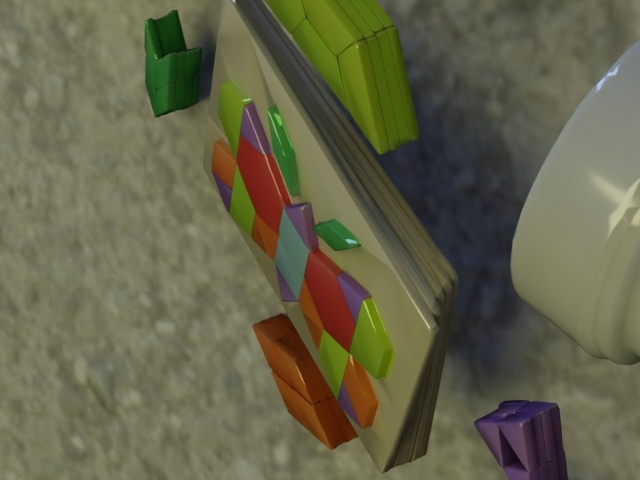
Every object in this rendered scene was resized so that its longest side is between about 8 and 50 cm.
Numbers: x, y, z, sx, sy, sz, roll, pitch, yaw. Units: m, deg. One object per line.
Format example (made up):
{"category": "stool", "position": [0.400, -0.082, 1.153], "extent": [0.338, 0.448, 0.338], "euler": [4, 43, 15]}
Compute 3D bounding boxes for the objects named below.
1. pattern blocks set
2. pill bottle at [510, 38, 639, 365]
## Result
{"category": "pattern blocks set", "position": [0.000, 0.000, 0.807], "extent": [0.325, 0.026, 0.285], "euler": [53, 156, 37]}
{"category": "pill bottle", "position": [0.214, 0.051, 0.635], "extent": [0.301, 0.169, 0.169], "euler": [37, 124, 25]}
